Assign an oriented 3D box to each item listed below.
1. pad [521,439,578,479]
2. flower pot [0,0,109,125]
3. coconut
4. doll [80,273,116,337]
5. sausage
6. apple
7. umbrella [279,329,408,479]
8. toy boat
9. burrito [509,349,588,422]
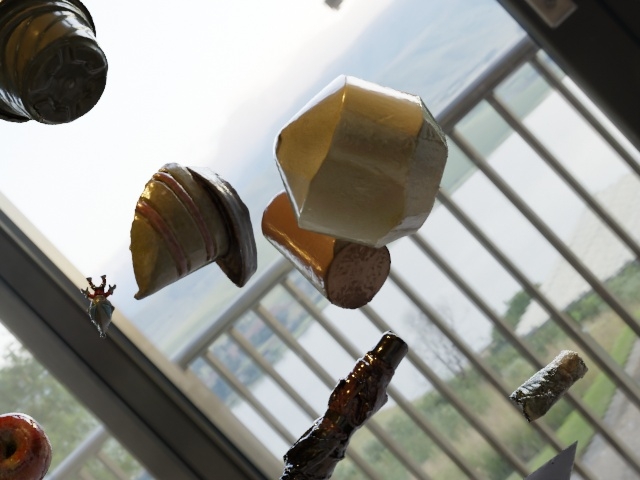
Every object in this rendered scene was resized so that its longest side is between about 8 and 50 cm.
[{"bbox_3d":[0.334,0.400,1.519,0.159,0.009,0.265,-32,-31,-10],"label":"pad"},{"bbox_3d":[-0.417,-0.266,1.469,0.235,0.140,0.235,-31,-38,-28],"label":"flower pot"},{"bbox_3d":[0.047,-0.112,1.311,0.241,0.241,0.241,-44,3,3],"label":"coconut"},{"bbox_3d":[-0.394,0.119,1.731,0.057,0.114,0.039,-6,-2,-32],"label":"doll"},{"bbox_3d":[0.000,0.000,1.510,0.123,0.123,0.253,-44,39,-4],"label":"sausage"},{"bbox_3d":[-0.553,0.387,1.718,0.146,0.146,0.131,-46,-11,-32],"label":"apple"},{"bbox_3d":[0.044,0.294,1.639,0.326,0.090,0.094,-52,-23,-15],"label":"umbrella"},{"bbox_3d":[-0.258,-0.031,1.925,0.111,0.276,0.293,-23,-14,40],"label":"toy boat"},{"bbox_3d":[0.328,0.207,1.379,0.171,0.051,0.042,-29,-19,-39],"label":"burrito"}]
